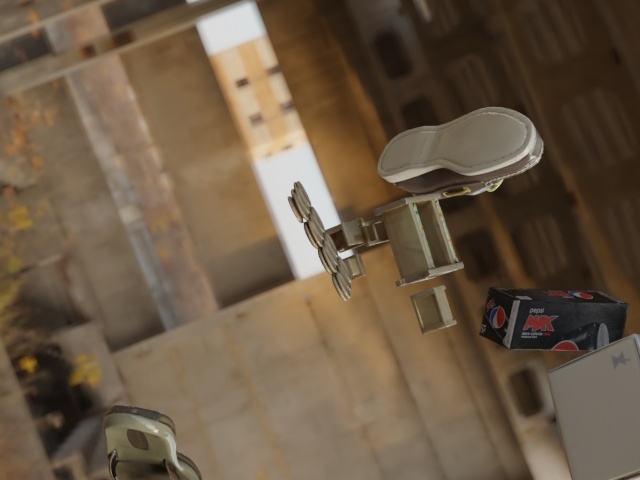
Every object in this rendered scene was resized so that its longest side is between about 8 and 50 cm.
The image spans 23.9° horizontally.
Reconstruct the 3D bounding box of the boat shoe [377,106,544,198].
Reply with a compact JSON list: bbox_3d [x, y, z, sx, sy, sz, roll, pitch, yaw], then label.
[{"bbox_3d":[0.225,-0.122,2.301,0.097,0.116,0.324,37,-27,-30],"label":"boat shoe"}]

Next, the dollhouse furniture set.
[{"bbox_3d":[0.109,0.046,2.099,0.101,0.161,0.182,-10,82,-54],"label":"dollhouse furniture set"}]

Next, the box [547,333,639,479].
[{"bbox_3d":[0.396,0.202,1.642,0.311,0.121,0.148,14,57,-43],"label":"box"}]

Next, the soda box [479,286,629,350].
[{"bbox_3d":[0.257,0.087,1.650,0.053,0.169,0.060,24,-73,54],"label":"soda box"}]

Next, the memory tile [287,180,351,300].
[{"bbox_3d":[0.000,0.000,1.851,0.148,0.012,0.113,62,8,-13],"label":"memory tile"}]

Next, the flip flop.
[{"bbox_3d":[-0.212,0.290,1.863,0.277,0.112,0.080,86,8,-58],"label":"flip flop"}]
